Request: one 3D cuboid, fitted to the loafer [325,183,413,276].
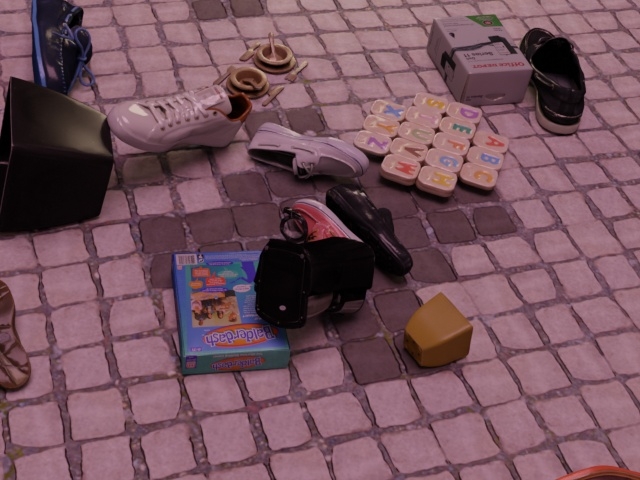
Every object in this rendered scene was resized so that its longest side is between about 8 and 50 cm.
[{"bbox_3d":[0.093,-0.026,1.647,0.078,0.076,0.223,-25,50,-21],"label":"loafer"}]

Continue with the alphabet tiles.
[{"bbox_3d":[0.215,-0.190,1.854,0.278,0.021,0.284,19,44,8],"label":"alphabet tiles"}]

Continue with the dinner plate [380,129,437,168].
[{"bbox_3d":[0.183,-0.168,1.851,0.141,0.017,0.141,5,45,-5],"label":"dinner plate"}]

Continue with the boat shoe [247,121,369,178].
[{"bbox_3d":[-0.026,-0.144,1.757,0.226,0.083,0.075,17,55,23],"label":"boat shoe"}]

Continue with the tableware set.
[{"bbox_3d":[-0.118,-0.353,1.968,0.128,0.039,0.194,24,46,14],"label":"tableware set"}]

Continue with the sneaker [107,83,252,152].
[{"bbox_3d":[-0.238,-0.230,1.688,0.290,0.123,0.106,-12,64,-52],"label":"sneaker"}]

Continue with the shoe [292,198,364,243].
[{"bbox_3d":[0.000,0.000,1.612,0.178,0.063,0.081,41,46,22],"label":"shoe"}]

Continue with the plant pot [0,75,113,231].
[{"bbox_3d":[-0.438,-0.133,1.598,0.167,0.187,0.188,5,43,-24],"label":"plant pot"}]

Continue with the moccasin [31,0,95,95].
[{"bbox_3d":[-0.493,-0.379,1.861,0.117,0.137,0.342,-1,46,-17],"label":"moccasin"}]

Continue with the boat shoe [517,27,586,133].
[{"bbox_3d":[0.492,-0.370,2.043,0.127,0.113,0.340,9,44,-1],"label":"boat shoe"}]

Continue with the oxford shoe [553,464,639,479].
[{"bbox_3d":[0.396,0.363,1.296,0.272,0.097,0.098,-3,51,-13],"label":"oxford shoe"}]

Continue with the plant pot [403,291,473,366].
[{"bbox_3d":[0.173,0.146,1.489,0.083,0.081,0.081,-26,54,-19],"label":"plant pot"}]

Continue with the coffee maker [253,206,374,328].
[{"bbox_3d":[0.001,0.040,1.458,0.120,0.171,0.178,37,25,25],"label":"coffee maker"}]

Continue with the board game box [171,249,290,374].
[{"bbox_3d":[-0.142,0.106,1.491,0.160,0.047,0.210,-1,45,-13],"label":"board game box"}]

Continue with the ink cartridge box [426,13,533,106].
[{"bbox_3d":[0.333,-0.382,2.046,0.153,0.086,0.208,-7,47,-16],"label":"ink cartridge box"}]

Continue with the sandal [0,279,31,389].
[{"bbox_3d":[-0.465,0.140,1.404,0.072,0.049,0.180,-19,65,-20],"label":"sandal"}]
